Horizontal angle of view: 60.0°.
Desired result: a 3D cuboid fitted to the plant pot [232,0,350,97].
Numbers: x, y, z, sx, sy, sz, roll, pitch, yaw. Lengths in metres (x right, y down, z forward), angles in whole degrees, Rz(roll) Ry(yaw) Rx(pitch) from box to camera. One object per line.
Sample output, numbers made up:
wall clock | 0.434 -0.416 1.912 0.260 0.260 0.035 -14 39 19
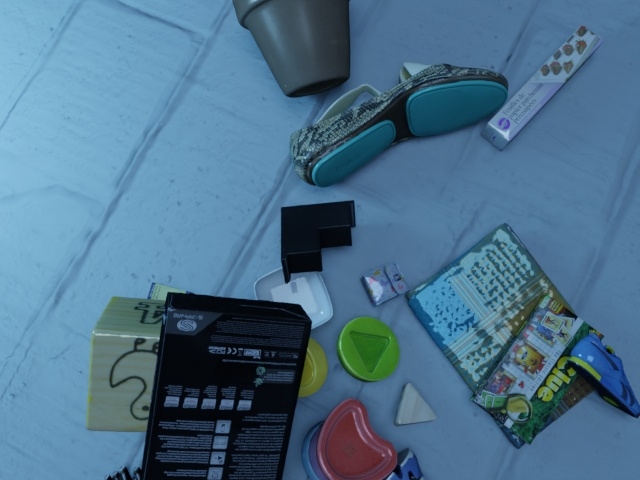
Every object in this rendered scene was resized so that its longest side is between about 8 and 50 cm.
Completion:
plant pot | -0.032 -0.440 1.191 0.263 0.263 0.229 -16 95 -1

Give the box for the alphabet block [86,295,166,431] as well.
alphabet block | -0.305 0.224 1.022 0.197 0.193 0.192 5 100 -12

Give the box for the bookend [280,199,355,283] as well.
bookend | 0.000 0.000 1.126 0.157 0.072 0.156 -6 44 1

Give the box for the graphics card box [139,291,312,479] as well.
graphics card box | -0.162 0.279 0.915 0.233 0.094 0.371 7 102 -16

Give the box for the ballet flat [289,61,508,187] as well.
ballet flat | 0.150 -0.282 1.188 0.483 0.164 0.182 -25 58 -1

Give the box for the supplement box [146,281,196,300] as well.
supplement box | -0.315 0.139 1.153 0.083 0.056 0.083 13 79 5

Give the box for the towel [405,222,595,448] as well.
towel | 0.383 0.186 1.127 0.271 0.040 0.370 -35 81 -4

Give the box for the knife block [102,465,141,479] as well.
knife block | -0.338 0.575 1.045 0.242 0.088 0.275 16 79 6

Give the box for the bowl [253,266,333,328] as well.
bowl | -0.054 0.124 1.148 0.142 0.053 0.142 -22 78 -2

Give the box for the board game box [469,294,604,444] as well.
board game box | 0.422 0.248 1.081 0.136 0.030 0.259 37 83 5

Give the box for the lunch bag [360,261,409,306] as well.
lunch bag | 0.135 0.089 1.149 0.083 0.053 0.071 -21 79 -12

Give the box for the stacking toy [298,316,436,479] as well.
stacking toy | 0.045 0.313 1.095 0.279 0.130 0.309 -20 73 -30

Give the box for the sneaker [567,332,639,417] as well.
sneaker | 0.555 0.256 1.048 0.209 0.069 0.082 43 80 -18

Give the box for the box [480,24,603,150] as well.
box | 0.487 -0.336 1.220 0.063 0.067 0.324 43 82 10

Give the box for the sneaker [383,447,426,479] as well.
sneaker | 0.120 0.562 1.009 0.182 0.127 0.315 43 81 12
